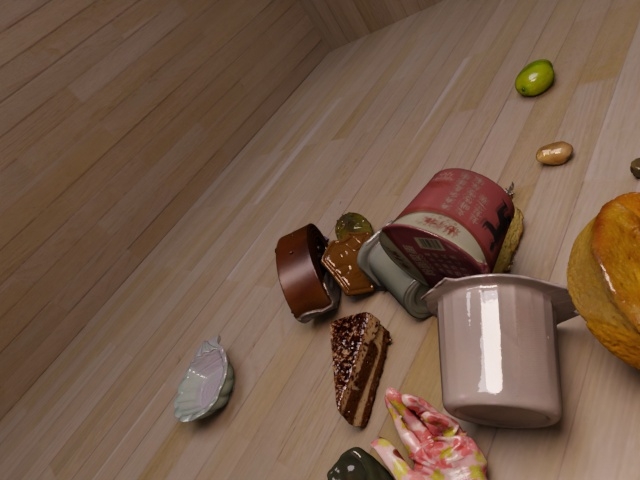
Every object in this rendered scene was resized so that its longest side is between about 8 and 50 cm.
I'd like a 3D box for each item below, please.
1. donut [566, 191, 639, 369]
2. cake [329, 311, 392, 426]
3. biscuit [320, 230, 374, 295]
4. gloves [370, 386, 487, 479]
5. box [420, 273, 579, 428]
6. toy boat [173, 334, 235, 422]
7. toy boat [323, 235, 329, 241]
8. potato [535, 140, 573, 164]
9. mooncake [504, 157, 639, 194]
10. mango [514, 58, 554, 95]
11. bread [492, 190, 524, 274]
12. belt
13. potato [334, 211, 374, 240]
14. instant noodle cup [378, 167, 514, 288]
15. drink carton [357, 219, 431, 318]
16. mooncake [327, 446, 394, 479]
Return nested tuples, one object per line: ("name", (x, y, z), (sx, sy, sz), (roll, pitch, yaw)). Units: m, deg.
("donut", (0.518, 0.071, 0.657), (0.302, 0.303, 0.110), (-62, 1, -33))
("cake", (0.062, 0.296, 0.980), (0.135, 0.112, 0.245), (-12, 44, 42))
("biscuit", (0.119, 0.051, 1.193), (0.215, 0.182, 0.034), (-32, -15, -25))
("gloves", (0.190, 0.368, 0.744), (0.145, 0.126, 0.241), (-58, 30, 17))
("box", (0.330, 0.203, 0.730), (0.292, 0.262, 0.206), (-8, 55, 28))
("toy boat", (-0.328, 0.416, 1.248), (0.200, 0.100, 0.290), (-32, 33, 12))
("toy boat", (0.000, 0.000, 1.502), (0.083, 0.038, 0.038), (-8, 43, 42))
("potato", (0.617, -0.230, 1.113), (0.084, 0.062, 0.068), (6, 17, 15))
("mooncake", (0.599, -0.141, 1.022), (0.150, 0.057, 0.347), (-42, 26, -29))
("mango", (0.709, -0.537, 1.398), (0.117, 0.089, 0.163), (-24, 21, 38))
("bread", (0.375, -0.009, 1.003), (0.140, 0.143, 0.228), (5, 53, 51))
("belt", (-0.036, 0.090, 1.251), (0.122, 0.217, 0.338), (-25, 30, 12))
("potato", (0.111, -0.021, 1.353), (0.117, 0.090, 0.225), (-35, 30, 7))
("instant noodle cup", (0.260, -0.018, 0.838), (0.235, 0.234, 0.178), (11, 59, 52))
("drink carton", (0.215, 0.079, 1.036), (0.186, 0.191, 0.189), (-35, 37, 4))
("mooncake", (0.079, 0.446, 0.712), (0.104, 0.175, 0.168), (-35, 73, 1))
